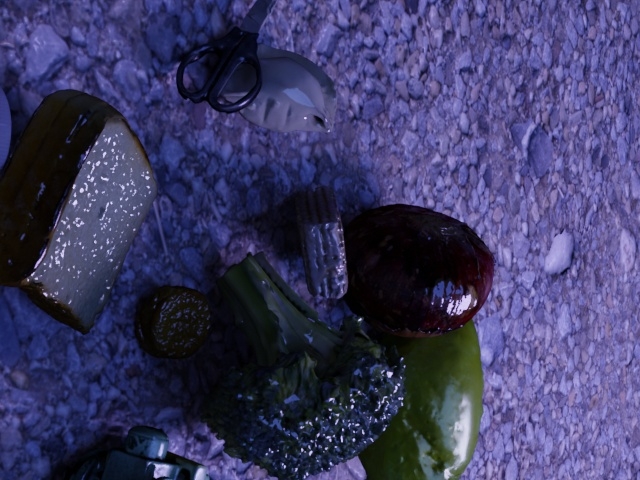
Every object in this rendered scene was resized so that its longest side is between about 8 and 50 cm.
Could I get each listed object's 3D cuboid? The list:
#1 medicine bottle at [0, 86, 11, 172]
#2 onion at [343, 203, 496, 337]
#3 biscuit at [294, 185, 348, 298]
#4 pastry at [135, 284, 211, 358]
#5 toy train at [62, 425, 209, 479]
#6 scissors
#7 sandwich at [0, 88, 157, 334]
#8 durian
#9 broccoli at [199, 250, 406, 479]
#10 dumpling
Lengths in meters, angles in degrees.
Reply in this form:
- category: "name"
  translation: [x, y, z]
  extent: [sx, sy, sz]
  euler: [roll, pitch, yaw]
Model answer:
- category: "medicine bottle"
  translation: [-0.433, -0.113, 0.961]
  extent: [0.249, 0.133, 0.133]
  euler: [7, 92, -48]
- category: "onion"
  translation: [0.142, 0.050, 1.552]
  extent: [0.246, 0.246, 0.190]
  euler: [-21, 128, -44]
- category: "biscuit"
  translation: [0.000, 0.000, 1.417]
  extent: [0.239, 0.061, 0.108]
  euler: [-97, 180, -75]
- category: "pastry"
  translation: [-0.189, 0.106, 1.327]
  extent: [0.097, 0.057, 0.109]
  euler: [-35, 121, -37]
- category: "toy train"
  translation: [-0.234, 0.421, 1.284]
  extent: [0.237, 0.150, 0.369]
  euler: [30, 75, -55]
- category: "scissors"
  translation: [-0.092, -0.284, 1.356]
  extent: [0.022, 0.109, 0.300]
  euler: [100, 13, -56]
- category: "sandwich"
  translation: [-0.271, -0.029, 1.110]
  extent: [0.251, 0.087, 0.226]
  euler: [80, 33, -74]
- category: "durian"
  translation: [0.164, 0.248, 1.654]
  extent: [0.256, 0.204, 0.340]
  euler: [-9, 103, -77]
- category: "broccoli"
  translation: [-0.055, 0.190, 1.357]
  extent: [0.249, 0.302, 0.375]
  euler: [-59, 169, 13]
- category: "dumpling"
  translation: [-0.057, -0.217, 1.383]
  extent: [0.100, 0.169, 0.134]
  euler: [101, -7, -57]
